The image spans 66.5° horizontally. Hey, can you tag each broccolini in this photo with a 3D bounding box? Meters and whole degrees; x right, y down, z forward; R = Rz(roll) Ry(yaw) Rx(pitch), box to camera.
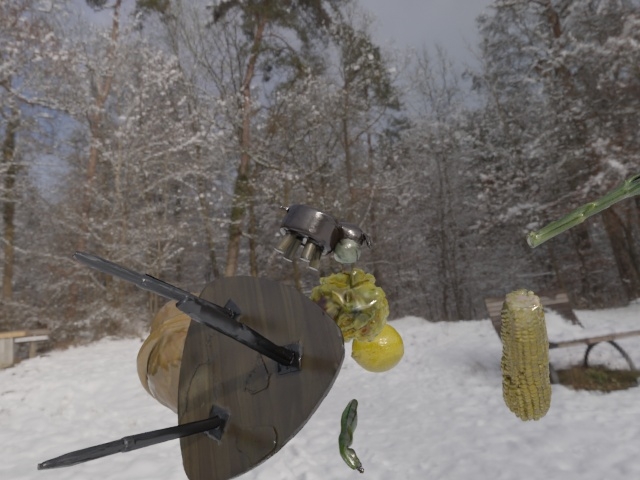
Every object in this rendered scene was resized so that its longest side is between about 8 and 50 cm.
[{"bbox_3d":[0.636,-0.088,1.050,0.392,0.078,0.074,-31,-40,12],"label":"broccolini"}]

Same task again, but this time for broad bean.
[{"bbox_3d":[0.072,0.487,1.230,0.061,0.195,0.046,20,-55,-19],"label":"broad bean"}]

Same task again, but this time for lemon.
[{"bbox_3d":[0.201,0.386,1.752,0.203,0.178,0.178,-16,-10,-17],"label":"lemon"}]

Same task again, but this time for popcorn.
[{"bbox_3d":[0.072,0.175,1.295,0.218,0.189,0.169,-2,-15,4],"label":"popcorn"}]

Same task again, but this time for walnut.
[{"bbox_3d":[-0.255,0.257,1.076,0.285,0.296,0.285,-7,-56,-11],"label":"walnut"}]

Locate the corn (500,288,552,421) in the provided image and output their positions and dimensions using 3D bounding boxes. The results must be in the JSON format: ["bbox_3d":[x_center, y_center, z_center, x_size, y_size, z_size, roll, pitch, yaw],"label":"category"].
[{"bbox_3d":[0.364,0.216,0.872,0.087,0.288,0.086,-12,27,6],"label":"corn"}]

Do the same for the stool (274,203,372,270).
[{"bbox_3d":[0.000,0.000,1.036,0.217,0.121,0.125,23,-15,-9],"label":"stool"}]

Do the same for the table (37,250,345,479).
[{"bbox_3d":[-0.164,0.137,0.621,0.317,0.317,0.249,-16,-29,31],"label":"table"}]
